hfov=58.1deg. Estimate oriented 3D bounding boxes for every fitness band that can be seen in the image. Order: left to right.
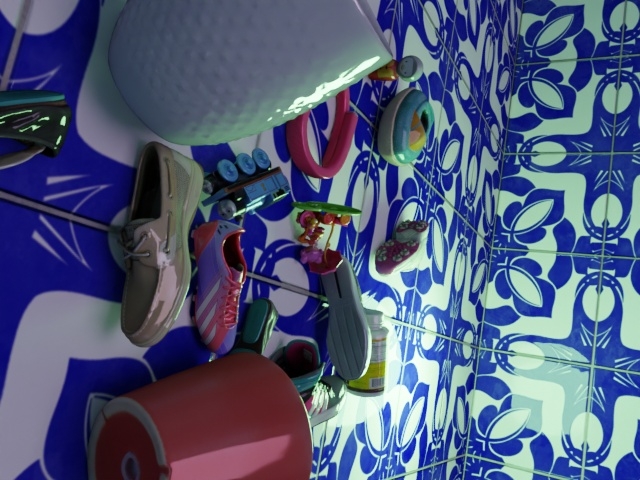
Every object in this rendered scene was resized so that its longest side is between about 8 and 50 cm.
[{"bbox_3d":[0.009,-0.278,1.310,0.209,0.054,0.290,46,54,-52],"label":"fitness band"}]

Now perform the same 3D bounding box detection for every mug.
[{"bbox_3d":[-0.125,-0.325,0.811,0.276,0.328,0.374,30,36,-60],"label":"mug"}]

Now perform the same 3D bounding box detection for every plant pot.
[{"bbox_3d":[-0.187,0.314,0.862,0.243,0.275,0.274,6,89,-51],"label":"plant pot"}]

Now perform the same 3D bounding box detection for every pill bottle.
[{"bbox_3d":[0.122,0.293,1.518,0.117,0.117,0.214,-6,100,-60],"label":"pill bottle"}]

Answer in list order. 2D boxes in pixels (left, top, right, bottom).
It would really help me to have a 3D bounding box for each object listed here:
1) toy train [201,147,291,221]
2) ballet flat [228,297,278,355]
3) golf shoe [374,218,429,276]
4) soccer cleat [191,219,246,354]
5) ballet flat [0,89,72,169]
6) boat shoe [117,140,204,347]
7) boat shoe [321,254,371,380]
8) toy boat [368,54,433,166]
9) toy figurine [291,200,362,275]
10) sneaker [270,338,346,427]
[{"bbox_3d":[-0.135,-0.097,1.030,0.105,0.080,0.184,61,36,-4],"label":"toy train"},{"bbox_3d":[-0.132,0.214,1.113,0.213,0.072,0.068,-69,150,-28],"label":"ballet flat"},{"bbox_3d":[0.253,0.049,1.725,0.306,0.115,0.140,-41,131,-49],"label":"golf shoe"},{"bbox_3d":[-0.169,0.086,1.005,0.083,0.095,0.248,-21,111,-58],"label":"soccer cleat"},{"bbox_3d":[-0.385,-0.116,0.610,0.280,0.095,0.096,-16,120,-59],"label":"ballet flat"},{"bbox_3d":[-0.251,0.001,0.847,0.098,0.109,0.302,32,61,-51],"label":"boat shoe"},{"bbox_3d":[0.072,0.181,1.393,0.094,0.109,0.302,7,75,-65],"label":"boat shoe"},{"bbox_3d":[0.238,-0.363,1.601,0.267,0.148,0.318,-62,143,-34],"label":"toy boat"},{"bbox_3d":[0.000,0.000,1.294,0.173,0.130,0.159,2,103,-39],"label":"toy figurine"},{"bbox_3d":[-0.027,0.300,1.265,0.295,0.124,0.178,-11,113,-58],"label":"sneaker"}]
